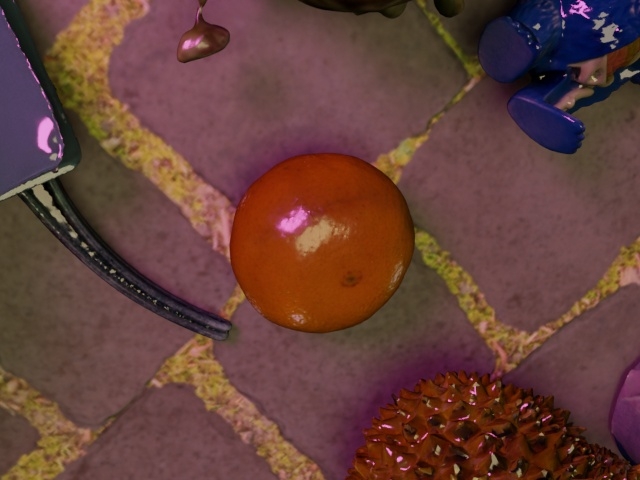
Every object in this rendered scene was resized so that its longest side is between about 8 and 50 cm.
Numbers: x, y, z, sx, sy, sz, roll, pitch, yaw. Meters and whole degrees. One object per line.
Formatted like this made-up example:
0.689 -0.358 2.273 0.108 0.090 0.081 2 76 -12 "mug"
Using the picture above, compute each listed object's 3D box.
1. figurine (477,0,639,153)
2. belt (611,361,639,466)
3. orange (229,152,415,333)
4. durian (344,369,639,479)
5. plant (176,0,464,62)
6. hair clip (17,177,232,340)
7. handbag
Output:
0.241 -0.190 0.668 0.262 0.120 0.164 -26 120 -20 "figurine"
0.489 0.182 0.841 0.346 0.117 0.213 -8 112 -9 "belt"
0.000 0.000 0.676 0.156 0.124 0.156 -12 126 -17 "orange"
0.164 0.259 0.742 0.292 0.258 0.258 23 104 -10 "durian"
0.008 -0.289 0.510 0.251 0.180 0.334 7 120 24 "plant"
-0.180 0.003 0.688 0.083 0.048 0.275 -43 117 -5 "hair clip"
-0.279 -0.127 0.583 0.144 0.057 0.221 -25 97 3 "handbag"
